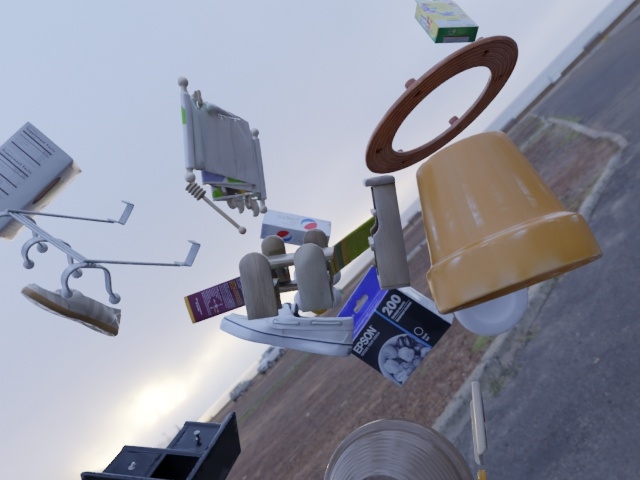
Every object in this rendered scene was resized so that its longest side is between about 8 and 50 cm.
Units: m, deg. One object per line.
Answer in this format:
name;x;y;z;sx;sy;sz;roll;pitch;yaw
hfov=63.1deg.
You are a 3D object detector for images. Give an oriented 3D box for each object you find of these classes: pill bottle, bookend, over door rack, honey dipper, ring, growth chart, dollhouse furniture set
pill bottle;0.408;0.117;1.415;0.188;0.188;0.334;-46;9;6
bookend;-0.215;0.313;0.735;0.156;0.073;0.157;-1;16;15
over door rack;-0.436;0.019;1.033;0.324;0.239;0.108;-14;-51;-62
honey dipper;-0.224;-0.067;1.128;0.030;0.160;0.030;-48;0;0
ring;0.216;-0.244;0.964;0.336;0.032;0.337;-30;-18;-11
growth chart;-0.143;-0.129;0.810;0.021;0.172;0.237;-6;-9;21
dollhouse furniture set;0.000;0.000;0.790;0.241;0.161;0.212;-9;7;4

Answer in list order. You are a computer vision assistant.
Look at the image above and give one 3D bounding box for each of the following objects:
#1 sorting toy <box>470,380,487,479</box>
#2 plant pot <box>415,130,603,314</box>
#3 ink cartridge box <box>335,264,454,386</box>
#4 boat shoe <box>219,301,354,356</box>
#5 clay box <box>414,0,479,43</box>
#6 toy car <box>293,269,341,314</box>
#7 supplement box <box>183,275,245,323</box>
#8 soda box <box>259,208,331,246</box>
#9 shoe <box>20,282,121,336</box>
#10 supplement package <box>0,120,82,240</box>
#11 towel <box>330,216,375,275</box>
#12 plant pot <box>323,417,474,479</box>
sorting toy;0.493;0.612;1.593;0.229;0.041;0.308;67;-157;-56
plant pot;0.216;-0.027;0.669;0.205;0.188;0.205;-18;-15;-5
ink cartridge box;0.147;0.187;1.139;0.206;0.208;0.045;-60;-6;27
boat shoe;-0.062;0.158;0.994;0.095;0.257;0.084;51;-132;-84
clay box;0.369;-0.663;1.565;0.127;0.222;0.053;-5;-46;-9
toy car;-0.020;0.153;1.751;0.159;0.182;0.136;-2;2;-21
supplement box;-0.265;0.158;1.444;0.188;0.081;0.104;-20;-3;9
soda box;-0.076;-0.034;1.634;0.074;0.215;0.069;-83;6;-47
shoe;-0.474;0.125;1.010;0.219;0.076;0.058;46;-124;-50
supplement package;-0.713;-0.136;1.235;0.244;0.134;0.139;-50;9;-13
towel;0.096;0.009;1.390;0.237;0.021;0.102;-37;-37;-20
plant pot;0.103;0.383;0.747;0.237;0.237;0.109;-46;-24;6
